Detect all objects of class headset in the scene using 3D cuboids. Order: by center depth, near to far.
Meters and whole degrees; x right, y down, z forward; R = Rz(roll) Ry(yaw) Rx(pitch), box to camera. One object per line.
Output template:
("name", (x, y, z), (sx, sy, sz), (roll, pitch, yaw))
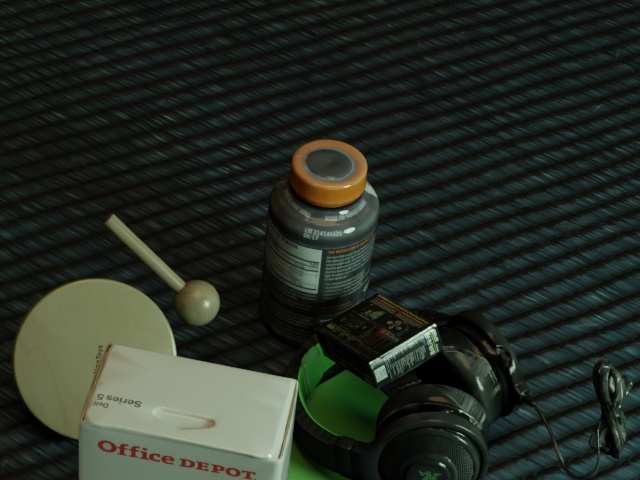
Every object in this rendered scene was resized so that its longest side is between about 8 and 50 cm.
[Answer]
("headset", (0.146, 0.165, 1.965), (0.394, 0.185, 0.243), (13, 42, 22))

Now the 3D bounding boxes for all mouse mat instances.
("mouse mat", (0.018, 0.225, 2.023), (0.189, 0.007, 0.152), (-28, 53, -31))

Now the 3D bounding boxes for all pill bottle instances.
("pill bottle", (0.000, 0.000, 2.086), (0.130, 0.246, 0.130), (4, 43, -4))

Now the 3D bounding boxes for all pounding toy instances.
("pounding toy", (-0.245, 0.111, 2.027), (0.183, 0.110, 0.237), (37, 83, -9))

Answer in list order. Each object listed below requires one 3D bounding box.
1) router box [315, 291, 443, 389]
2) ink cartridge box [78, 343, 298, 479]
("router box", (0.064, 0.110, 1.976), (0.092, 0.038, 0.122), (-30, 29, -20))
("ink cartridge box", (-0.134, 0.248, 1.782), (0.198, 0.273, 0.115), (11, 43, 4))
